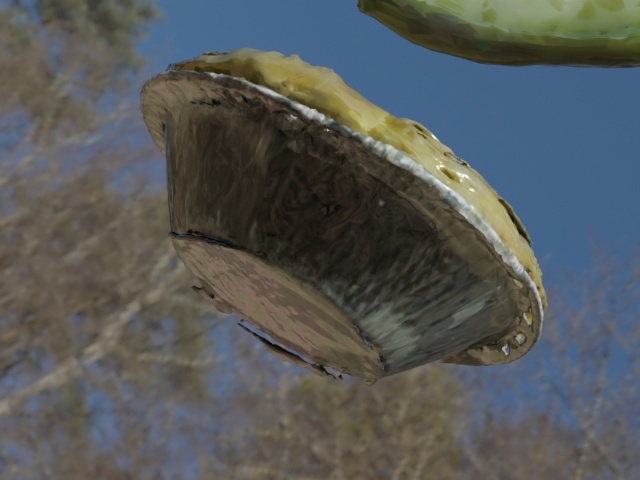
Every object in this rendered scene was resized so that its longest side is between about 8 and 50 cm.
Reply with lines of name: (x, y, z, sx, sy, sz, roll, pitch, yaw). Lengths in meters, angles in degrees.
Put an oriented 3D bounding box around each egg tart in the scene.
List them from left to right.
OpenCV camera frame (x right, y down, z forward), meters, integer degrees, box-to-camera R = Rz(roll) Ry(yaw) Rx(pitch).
egg tart: (0.000, 0.000, 0.851, 0.234, 0.094, 0.234, 31, -18, 11)

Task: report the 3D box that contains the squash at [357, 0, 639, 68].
squash: (0.131, -0.149, 0.372, 0.111, 0.289, 0.203, 31, -58, 4)
